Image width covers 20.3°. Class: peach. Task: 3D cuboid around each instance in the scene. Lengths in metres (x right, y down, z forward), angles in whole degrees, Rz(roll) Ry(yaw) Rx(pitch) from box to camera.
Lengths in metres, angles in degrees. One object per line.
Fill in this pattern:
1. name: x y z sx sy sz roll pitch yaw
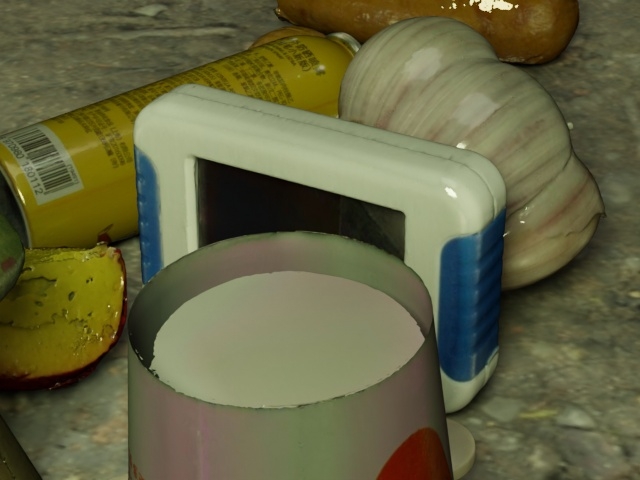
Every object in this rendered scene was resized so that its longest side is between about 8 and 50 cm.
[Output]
1. peach: -0.200 0.053 1.157 0.127 0.092 0.172 -1 9 23

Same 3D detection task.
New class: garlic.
1. garlic: 0.075 -0.039 1.282 0.257 0.207 0.207 -25 21 33

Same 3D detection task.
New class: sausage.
1. sausage: 0.089 -0.212 1.549 0.270 0.109 0.109 12 36 21

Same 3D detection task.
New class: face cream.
1. face cream: -0.087 -0.080 1.359 0.349 0.105 0.105 -23 39 -27

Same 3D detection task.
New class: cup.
1. cup: -0.010 0.152 0.845 0.203 0.288 0.203 -3 33 2

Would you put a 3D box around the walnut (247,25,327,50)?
1. walnut: -0.015 -0.152 1.509 0.091 0.052 0.121 -26 42 -36

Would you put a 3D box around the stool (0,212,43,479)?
1. stool: -0.332 0.121 0.972 0.310 0.226 0.310 8 34 14

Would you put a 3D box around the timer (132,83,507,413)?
1. timer: 0.000 0.000 1.170 0.253 0.178 0.078 17 33 25

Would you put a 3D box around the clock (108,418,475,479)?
1. clock: -0.019 0.151 1.052 0.229 0.063 0.155 -12 37 -8
